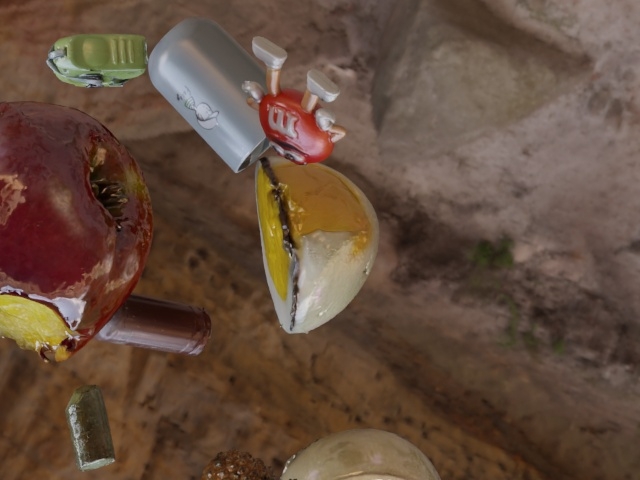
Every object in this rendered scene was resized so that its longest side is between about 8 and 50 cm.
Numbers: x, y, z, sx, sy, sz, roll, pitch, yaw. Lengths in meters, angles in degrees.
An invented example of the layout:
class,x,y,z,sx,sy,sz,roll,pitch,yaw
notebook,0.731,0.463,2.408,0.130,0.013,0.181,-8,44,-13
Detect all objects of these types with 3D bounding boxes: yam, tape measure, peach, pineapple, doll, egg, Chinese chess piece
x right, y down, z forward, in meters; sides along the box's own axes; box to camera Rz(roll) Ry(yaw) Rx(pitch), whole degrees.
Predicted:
class,x,y,z,sx,sy,sz,roll,pitch,yaw
yam,-0.380,0.310,1.607,0.069,0.147,0.070,-12,-176,1
tape measure,-0.419,-0.331,1.818,0.177,0.088,0.154,-1,176,-18
peach,-0.429,-0.003,1.328,0.416,0.353,0.339,-27,132,21
pineapple,-0.054,0.416,1.543,0.277,0.119,0.130,11,141,32
doll,-0.043,-0.189,1.470,0.183,0.085,0.217,33,153,18
egg,0.000,0.000,1.736,0.200,0.337,0.337,-6,173,-10
Chinese chess piece,0.075,0.521,1.896,0.338,0.338,0.140,27,-156,-21

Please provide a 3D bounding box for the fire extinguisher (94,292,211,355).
class,x,y,z,sx,sy,sz,roll,pitch,yaw
fire extinguisher,-0.315,0.138,1.698,0.104,0.105,0.269,12,175,45

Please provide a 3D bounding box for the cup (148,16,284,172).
class,x,y,z,sx,sy,sz,roll,pitch,yaw
cup,-0.215,-0.322,2.122,0.312,0.205,0.205,45,168,0
